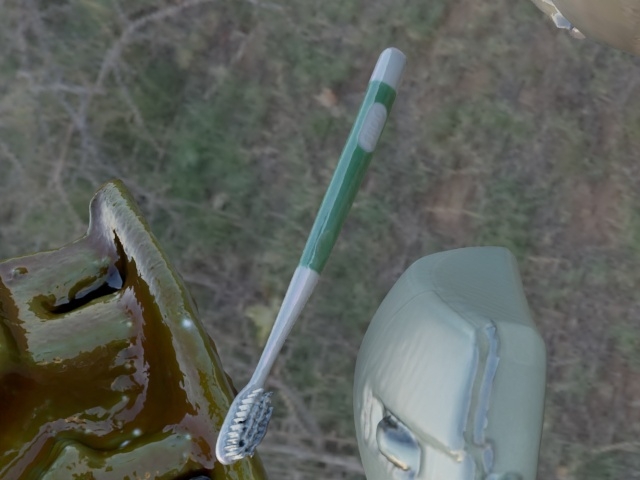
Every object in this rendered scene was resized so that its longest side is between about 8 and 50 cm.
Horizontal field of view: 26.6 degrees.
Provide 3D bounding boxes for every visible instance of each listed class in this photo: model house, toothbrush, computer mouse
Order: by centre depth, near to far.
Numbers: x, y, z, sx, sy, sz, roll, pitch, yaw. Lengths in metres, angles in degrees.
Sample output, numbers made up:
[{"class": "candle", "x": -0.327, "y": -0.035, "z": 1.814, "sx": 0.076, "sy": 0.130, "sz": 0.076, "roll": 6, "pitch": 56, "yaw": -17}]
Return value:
[{"class": "computer mouse", "x": 0.038, "y": 0.053, "z": 0.431, "sx": 0.182, "sy": 0.056, "sz": 0.089, "roll": -71, "pitch": -18, "yaw": -80}, {"class": "toothbrush", "x": 0.000, "y": 0.000, "z": 0.710, "sx": 0.024, "sy": 0.018, "sz": 0.257, "roll": -24, "pitch": 38, "yaw": 55}, {"class": "model house", "x": -0.177, "y": 0.119, "z": 0.888, "sx": 0.268, "sy": 0.239, "sz": 0.173, "roll": -129, "pitch": 22, "yaw": -52}]

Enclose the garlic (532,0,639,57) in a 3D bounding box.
[{"class": "garlic", "x": 0.133, "y": -0.212, "z": 0.606, "sx": 0.132, "sy": 0.325, "sz": 0.279, "roll": -16, "pitch": 47, "yaw": 6}]
